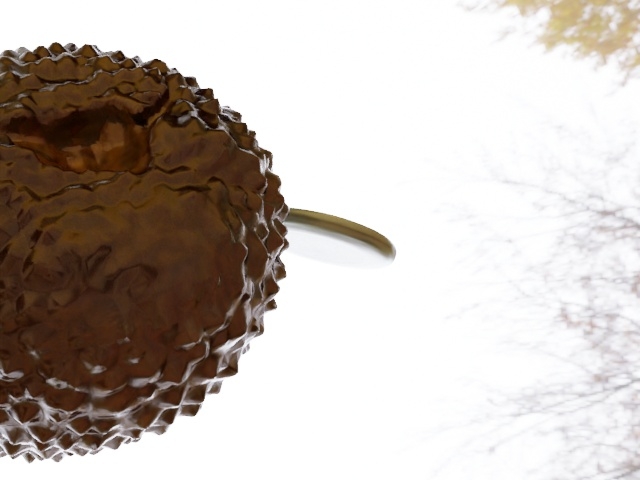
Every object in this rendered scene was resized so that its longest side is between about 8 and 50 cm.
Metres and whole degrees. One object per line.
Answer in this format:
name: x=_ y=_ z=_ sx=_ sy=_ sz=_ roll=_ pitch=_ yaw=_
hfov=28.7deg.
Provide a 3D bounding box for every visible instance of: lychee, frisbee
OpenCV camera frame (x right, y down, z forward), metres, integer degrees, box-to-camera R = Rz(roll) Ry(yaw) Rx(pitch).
lychee: x=-0.158 y=0.016 z=0.768 sx=0.268 sy=0.267 sz=0.267 roll=3 pitch=-97 yaw=-22
frisbee: x=0.000 y=0.000 z=0.889 sx=0.110 sy=0.110 sz=0.014 roll=18 pitch=-104 yaw=-19
